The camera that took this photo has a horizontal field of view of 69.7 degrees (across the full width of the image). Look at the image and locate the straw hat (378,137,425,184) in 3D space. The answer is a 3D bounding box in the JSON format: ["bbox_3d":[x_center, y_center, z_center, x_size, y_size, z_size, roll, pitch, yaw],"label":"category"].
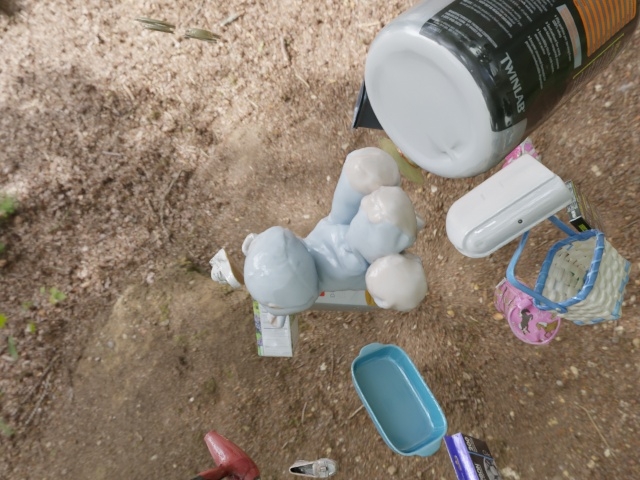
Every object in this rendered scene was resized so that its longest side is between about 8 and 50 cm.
[{"bbox_3d":[0.202,-0.197,1.019,0.061,0.145,0.144,-44,75,31],"label":"straw hat"}]

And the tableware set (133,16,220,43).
[{"bbox_3d":[-0.252,-0.377,0.827,0.141,0.168,0.020,6,112,-15],"label":"tableware set"}]

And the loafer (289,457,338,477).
[{"bbox_3d":[-0.018,0.564,1.131,0.125,0.039,0.045,-14,73,25],"label":"loafer"}]

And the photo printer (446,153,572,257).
[{"bbox_3d":[0.484,-0.089,1.252,0.308,0.256,0.107,-37,105,21],"label":"photo printer"}]

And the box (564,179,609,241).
[{"bbox_3d":[0.869,-0.080,1.509,0.184,0.190,0.045,35,134,-20],"label":"box"}]

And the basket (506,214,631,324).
[{"bbox_3d":[0.636,0.078,1.201,0.289,0.201,0.254,37,65,-7],"label":"basket"}]

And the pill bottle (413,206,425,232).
[{"bbox_3d":[0.162,0.004,1.554,0.204,0.204,0.361,45,107,13],"label":"pill bottle"}]

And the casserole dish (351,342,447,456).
[{"bbox_3d":[0.120,0.255,0.739,0.114,0.037,0.188,-15,59,-29],"label":"casserole dish"}]

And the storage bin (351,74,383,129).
[{"bbox_3d":[0.136,-0.335,1.138,0.091,0.135,0.098,11,69,-4],"label":"storage bin"}]

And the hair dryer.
[{"bbox_3d":[-0.241,0.578,1.159,0.224,0.293,0.080,42,85,-23],"label":"hair dryer"}]

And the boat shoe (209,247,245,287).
[{"bbox_3d":[-0.349,0.119,1.680,0.096,0.277,0.098,-37,115,-7],"label":"boat shoe"}]

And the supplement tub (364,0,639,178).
[{"bbox_3d":[0.238,-0.248,0.571,0.338,0.207,0.207,-39,77,-16],"label":"supplement tub"}]

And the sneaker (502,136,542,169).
[{"bbox_3d":[0.746,-0.293,1.684,0.111,0.103,0.252,36,48,-1],"label":"sneaker"}]

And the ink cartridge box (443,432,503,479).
[{"bbox_3d":[0.543,0.787,1.614,0.208,0.206,0.045,25,120,-26],"label":"ink cartridge box"}]

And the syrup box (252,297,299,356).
[{"bbox_3d":[-0.116,0.178,1.203,0.097,0.093,0.236,-1,110,10],"label":"syrup box"}]

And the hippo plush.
[{"bbox_3d":[0.000,0.000,0.671,0.237,0.294,0.234,-12,87,0],"label":"hippo plush"}]

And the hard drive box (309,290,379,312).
[{"bbox_3d":[0.049,0.110,1.330,0.233,0.089,0.180,6,69,-28],"label":"hard drive box"}]

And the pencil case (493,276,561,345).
[{"bbox_3d":[0.693,0.229,1.568,0.167,0.386,0.159,20,99,10],"label":"pencil case"}]
